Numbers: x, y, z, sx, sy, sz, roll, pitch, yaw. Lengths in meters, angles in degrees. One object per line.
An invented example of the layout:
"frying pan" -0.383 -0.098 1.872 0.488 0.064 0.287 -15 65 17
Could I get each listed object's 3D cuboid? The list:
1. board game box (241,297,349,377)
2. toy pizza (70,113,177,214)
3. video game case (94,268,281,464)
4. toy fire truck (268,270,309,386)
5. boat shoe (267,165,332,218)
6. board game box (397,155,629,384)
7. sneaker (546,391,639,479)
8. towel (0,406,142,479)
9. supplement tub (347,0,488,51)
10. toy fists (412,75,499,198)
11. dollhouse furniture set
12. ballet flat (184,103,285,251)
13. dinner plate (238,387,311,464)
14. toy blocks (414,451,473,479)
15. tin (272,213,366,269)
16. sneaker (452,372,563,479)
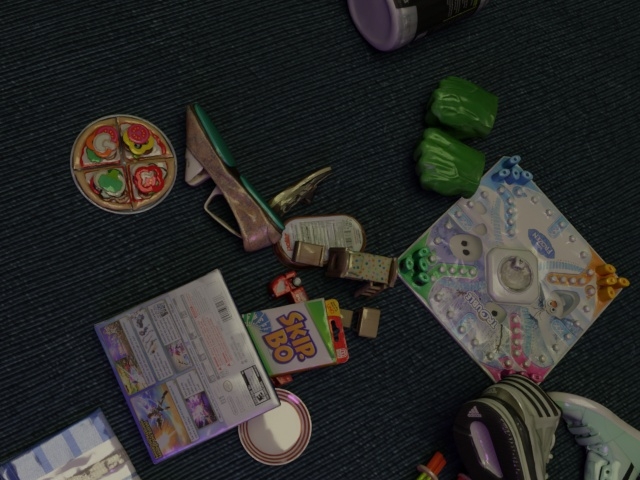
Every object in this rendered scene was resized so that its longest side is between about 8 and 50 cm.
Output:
"board game box" -0.085 0.188 1.734 0.259 0.039 0.124 -11 74 -1
"toy pizza" -0.371 -0.148 1.784 0.201 0.032 0.201 4 75 -17
"video game case" -0.235 0.223 1.678 0.244 0.061 0.269 -24 84 -4
"toy fire truck" -0.069 0.166 1.789 0.135 0.047 0.192 -24 83 -20
"boat shoe" -0.035 -0.095 1.868 0.152 0.056 0.049 -33 92 -13
"board game box" 0.408 0.071 1.964 0.390 0.050 0.390 -42 91 -23
"sneaker" 0.542 0.415 1.893 0.256 0.094 0.151 31 72 -6
"towel" -0.401 0.460 1.614 0.209 0.034 0.285 -27 85 -23
"supplement tub" 0.229 -0.541 1.991 0.316 0.193 0.193 -27 85 -22
"toy fists" 0.273 -0.219 1.972 0.142 0.096 0.279 23 67 -12
"dollhouse furniture set" 0.038 0.095 1.789 0.182 0.101 0.161 11 86 -19
"ballet flat" -0.194 -0.112 1.797 0.106 0.107 0.316 -35 83 7
"dinner plate" -0.086 0.347 1.752 0.141 0.017 0.141 4 76 -17
"toy blocks" 0.243 0.461 1.806 0.148 0.054 0.123 -43 92 -22
"tin" 0.000 0.000 1.862 0.190 0.040 0.106 -5 73 -19
"sneaker" 0.412 0.465 1.798 0.257 0.169 0.447 -26 106 -46
